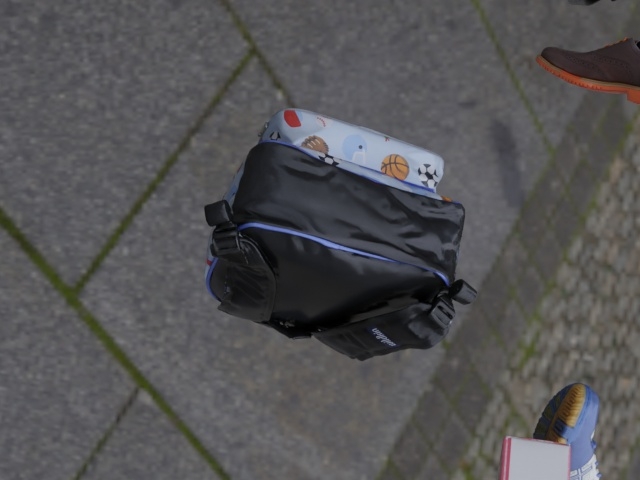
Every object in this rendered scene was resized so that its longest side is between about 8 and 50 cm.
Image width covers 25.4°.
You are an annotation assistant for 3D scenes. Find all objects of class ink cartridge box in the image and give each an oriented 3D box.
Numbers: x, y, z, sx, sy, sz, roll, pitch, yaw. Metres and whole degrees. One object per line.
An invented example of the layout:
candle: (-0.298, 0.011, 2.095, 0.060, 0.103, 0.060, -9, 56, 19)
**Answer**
ink cartridge box: (0.266, 0.375, 1.838, 0.218, 0.092, 0.158, 90, 8, -55)

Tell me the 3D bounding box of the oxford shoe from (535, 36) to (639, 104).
oxford shoe: (0.477, -0.284, 2.295, 0.097, 0.271, 0.098, -5, 112, -57)

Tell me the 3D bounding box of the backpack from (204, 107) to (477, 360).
backpack: (0.000, 0.000, 1.484, 0.276, 0.263, 0.213, 22, 60, -10)

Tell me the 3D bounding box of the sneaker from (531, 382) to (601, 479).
sneaker: (0.368, 0.353, 2.072, 0.131, 0.112, 0.296, 14, 101, -6)

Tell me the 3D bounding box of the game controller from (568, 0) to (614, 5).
game controller: (0.417, -0.378, 1.941, 0.067, 0.166, 0.319, 63, 9, -7)
